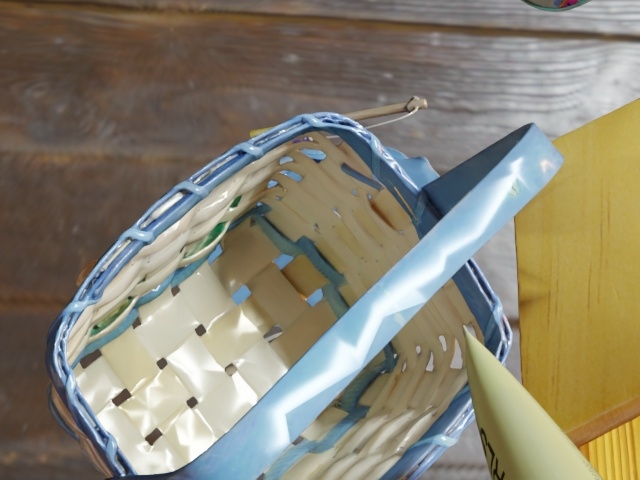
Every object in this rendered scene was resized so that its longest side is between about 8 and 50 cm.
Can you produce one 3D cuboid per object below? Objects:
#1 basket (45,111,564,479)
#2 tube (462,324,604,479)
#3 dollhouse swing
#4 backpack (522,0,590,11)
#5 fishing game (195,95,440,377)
[{"bbox_3d":[-0.019,0.056,1.015,0.255,0.289,0.201,-42,99,-25],"label":"basket"},{"bbox_3d":[0.109,0.129,0.879,0.062,0.240,0.070,18,109,-21],"label":"tube"},{"bbox_3d":[0.321,0.082,1.378,0.305,0.347,0.315,-9,55,14],"label":"dollhouse swing"},{"bbox_3d":[0.198,-0.270,1.531,0.166,0.144,0.188,45,133,-8],"label":"backpack"},{"bbox_3d":[0.000,0.000,1.361,0.189,0.264,0.041,-13,129,8],"label":"fishing game"}]
